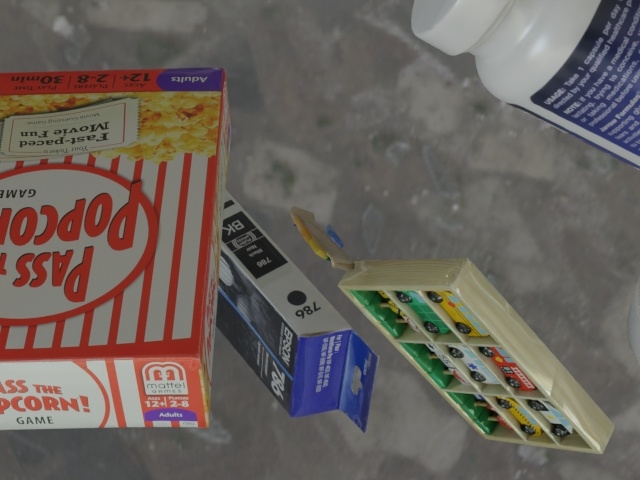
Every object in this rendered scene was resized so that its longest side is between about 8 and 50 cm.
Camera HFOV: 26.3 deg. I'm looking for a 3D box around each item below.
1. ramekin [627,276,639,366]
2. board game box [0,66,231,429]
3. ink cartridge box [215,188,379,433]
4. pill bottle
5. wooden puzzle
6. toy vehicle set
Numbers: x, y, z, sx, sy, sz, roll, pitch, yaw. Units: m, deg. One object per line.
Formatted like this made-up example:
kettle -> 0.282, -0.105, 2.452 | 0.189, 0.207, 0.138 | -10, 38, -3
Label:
ramekin -> 0.277, 0.030, 0.722 | 0.207, 0.109, 0.207 | 8, 35, -6
board game box -> -0.117, -0.002, 0.609 | 0.147, 0.045, 0.193 | -2, 43, 1
ink cartridge box -> -0.063, 0.081, 1.590 | 0.065, 0.165, 0.332 | -29, 57, -26
pill bottle -> 0.209, -0.148, 1.001 | 0.265, 0.153, 0.153 | 24, 60, -17
wooden puzzle -> 0.000, 0.000, 1.336 | 0.014, 0.116, 0.078 | -42, 67, 11
toy vehicle set -> 0.156, 0.116, 1.373 | 0.267, 0.166, 0.035 | 46, 62, -27
